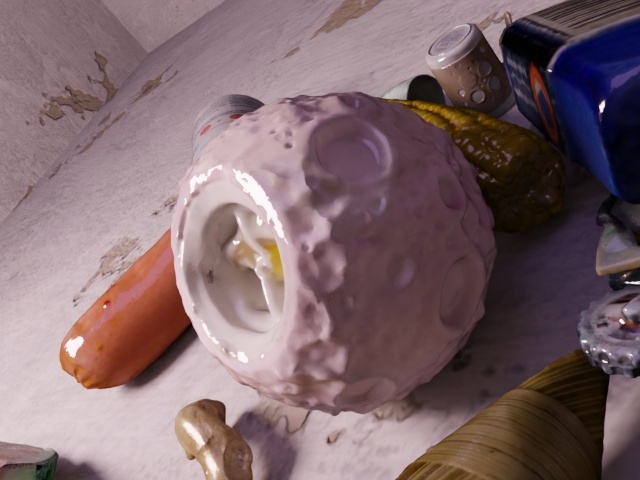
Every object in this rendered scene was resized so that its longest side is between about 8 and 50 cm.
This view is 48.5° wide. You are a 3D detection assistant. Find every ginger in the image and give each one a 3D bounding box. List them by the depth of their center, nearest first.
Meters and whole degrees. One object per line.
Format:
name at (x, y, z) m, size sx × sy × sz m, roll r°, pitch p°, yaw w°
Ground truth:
ginger at (-0.082, 0.222, 0.581) m, size 0.089 × 0.075 × 0.288 m, roll -45°, pitch 30°, yaw 5°

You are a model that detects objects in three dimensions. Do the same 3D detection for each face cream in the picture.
face cream at (-0.107, -0.083, 0.981) m, size 0.145 × 0.145 × 0.369 m, roll -36°, pitch 27°, yaw 10°

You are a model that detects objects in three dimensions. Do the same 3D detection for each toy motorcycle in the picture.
toy motorcycle at (0.244, 0.007, 0.452) m, size 0.130 × 0.094 × 0.229 m, roll -13°, pitch 25°, yaw 36°

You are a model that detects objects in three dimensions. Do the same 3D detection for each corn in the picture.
corn at (0.103, -0.087, 0.742) m, size 0.120 × 0.120 × 0.363 m, roll -47°, pitch 32°, yaw -11°

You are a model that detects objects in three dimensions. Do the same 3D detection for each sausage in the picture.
sausage at (-0.218, 0.085, 0.910) m, size 0.259 × 0.113 × 0.113 m, roll -47°, pitch 27°, yaw -9°

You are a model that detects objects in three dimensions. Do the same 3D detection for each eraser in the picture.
eraser at (0.246, -0.135, 0.555) m, size 0.155 × 0.101 × 0.332 m, roll -18°, pitch 20°, yaw 10°

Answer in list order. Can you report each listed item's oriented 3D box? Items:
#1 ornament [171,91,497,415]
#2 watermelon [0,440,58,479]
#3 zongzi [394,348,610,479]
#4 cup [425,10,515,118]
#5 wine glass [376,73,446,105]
ornament at (0.016, 0.006, 0.573) m, size 0.225 × 0.259 × 0.259 m, roll -12°, pitch 2°, yaw -43°
watermelon at (-0.430, 0.291, 0.808) m, size 0.305 × 0.180 × 0.224 m, roll -8°, pitch 27°, yaw 50°
zongzi at (0.107, 0.175, 0.318) m, size 0.288 × 0.134 × 0.286 m, roll -38°, pitch 19°, yaw -11°
cup at (0.185, -0.198, 0.814) m, size 0.102 × 0.099 × 0.074 m, roll -24°, pitch 32°, yaw 32°
wine glass at (0.088, -0.165, 0.932) m, size 0.155 × 0.073 × 0.073 m, roll -5°, pitch 44°, yaw 55°
